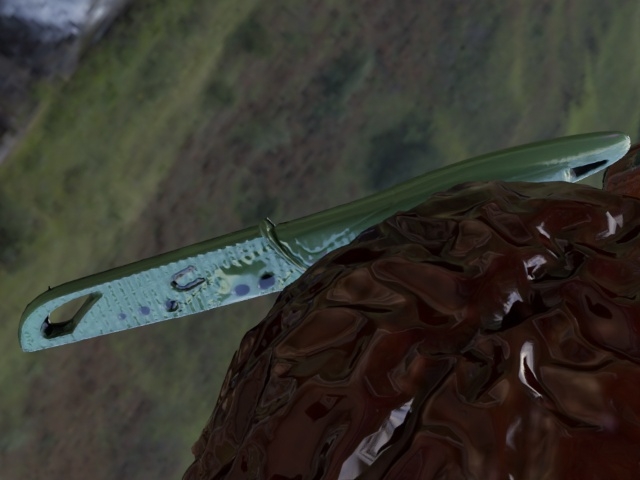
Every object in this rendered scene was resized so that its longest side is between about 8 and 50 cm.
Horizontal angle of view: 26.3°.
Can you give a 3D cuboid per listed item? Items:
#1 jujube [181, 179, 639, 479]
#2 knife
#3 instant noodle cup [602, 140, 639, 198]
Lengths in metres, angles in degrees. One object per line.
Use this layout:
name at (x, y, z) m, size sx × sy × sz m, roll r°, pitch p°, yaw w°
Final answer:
jujube at (0.060, 0.088, 0.494) m, size 0.213 × 0.213 × 0.232 m, roll -43°, pitch -167°, yaw 40°
knife at (0.000, 0.001, 0.623) m, size 0.293 × 0.043 × 0.020 m, roll -16°, pitch -138°, yaw 1°
instant noodle cup at (0.245, -0.030, 0.803) m, size 0.135 × 0.127 × 0.127 m, roll -17°, pitch -145°, yaw 45°
